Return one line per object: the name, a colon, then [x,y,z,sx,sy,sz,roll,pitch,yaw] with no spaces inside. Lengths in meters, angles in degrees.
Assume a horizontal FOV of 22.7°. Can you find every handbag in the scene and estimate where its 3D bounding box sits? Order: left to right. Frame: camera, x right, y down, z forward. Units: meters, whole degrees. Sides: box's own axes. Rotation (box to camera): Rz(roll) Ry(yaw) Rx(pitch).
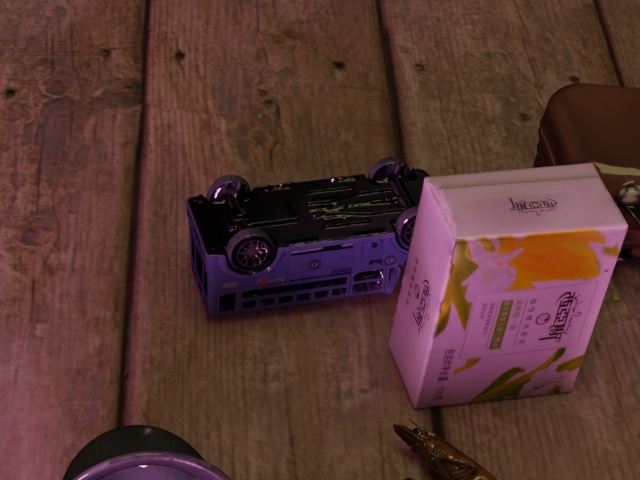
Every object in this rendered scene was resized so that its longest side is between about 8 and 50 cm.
handbag: [0.423,-0.062,1.959,0.302,0.149,0.283,5,39,-6]

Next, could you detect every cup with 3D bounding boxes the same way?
cup: [-0.173,0.248,1.506,0.199,0.199,0.150,-3,24,-12]

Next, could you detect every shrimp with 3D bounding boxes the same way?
shrimp: [0.121,0.252,1.642,0.162,0.045,0.095,38,70,23]

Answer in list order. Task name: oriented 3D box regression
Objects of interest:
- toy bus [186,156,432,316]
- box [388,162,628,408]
toy bus: [0.000,0.000,1.828,0.292,0.133,0.125,-8,38,-14]
box: [0.194,0.050,1.706,0.195,0.260,0.111,-6,42,-15]
